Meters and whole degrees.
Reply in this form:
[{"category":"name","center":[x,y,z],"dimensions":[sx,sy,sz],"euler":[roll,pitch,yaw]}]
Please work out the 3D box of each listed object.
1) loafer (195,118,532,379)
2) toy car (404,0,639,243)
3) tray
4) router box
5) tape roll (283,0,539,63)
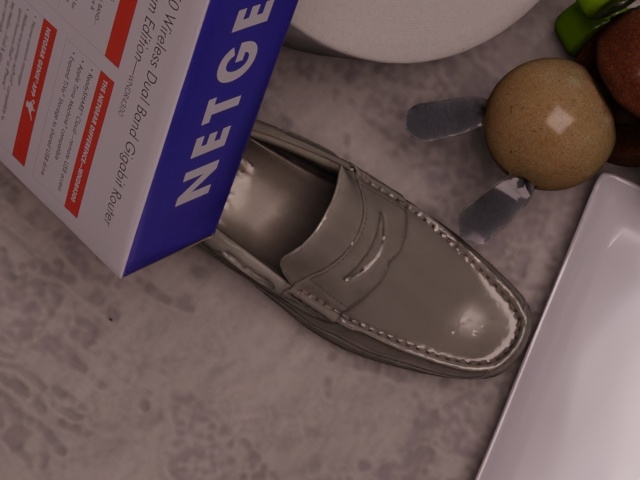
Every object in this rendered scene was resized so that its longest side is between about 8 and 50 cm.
[{"category":"loafer","center":[0.000,0.000,1.240],"dimensions":[0.319,0.111,0.112],"euler":[26,83,-7]},{"category":"toy car","center":[0.159,-0.076,1.250],"dimensions":[0.188,0.149,0.155],"euler":[-27,78,-7]},{"category":"tray","center":[0.206,0.102,1.311],"dimensions":[0.145,0.030,0.270],"euler":[24,83,-8]},{"category":"router box","center":[-0.146,-0.197,1.077],"dimensions":[0.301,0.335,0.082],"euler":[43,45,21]},{"category":"tape roll","center":[0.043,-0.307,1.189],"dimensions":[0.392,0.072,0.392],"euler":[-8,103,-39]}]
